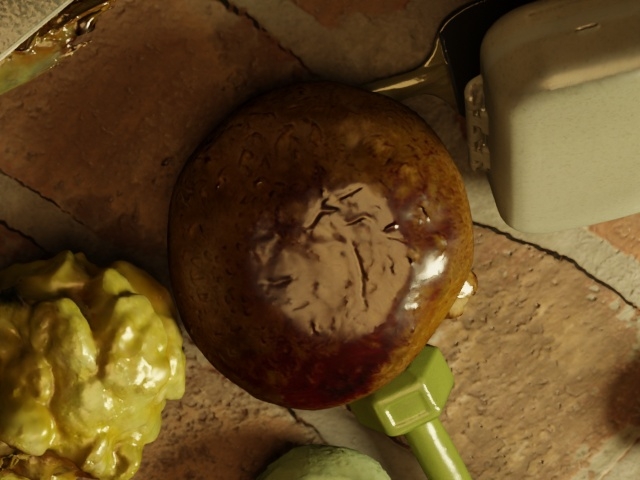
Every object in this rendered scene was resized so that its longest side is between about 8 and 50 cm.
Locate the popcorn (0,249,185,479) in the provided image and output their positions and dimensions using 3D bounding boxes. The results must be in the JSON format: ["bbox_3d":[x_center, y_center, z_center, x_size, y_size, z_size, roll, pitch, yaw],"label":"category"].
[{"bbox_3d":[-0.275,0.145,1.914,0.286,0.215,0.252,-28,73,29],"label":"popcorn"}]

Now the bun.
[{"bbox_3d":[0.009,0.316,2.075,0.195,0.118,0.195,0,113,-1],"label":"bun"}]

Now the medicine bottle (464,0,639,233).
[{"bbox_3d":[0.286,-0.129,1.802,0.282,0.123,0.375,-16,157,0],"label":"medicine bottle"}]

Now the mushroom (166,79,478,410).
[{"bbox_3d":[-0.005,0.004,1.888,0.345,0.239,0.345,0,86,-6],"label":"mushroom"}]

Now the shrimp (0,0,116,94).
[{"bbox_3d":[-0.335,-0.212,1.837,0.267,0.061,0.145,-15,105,2],"label":"shrimp"}]

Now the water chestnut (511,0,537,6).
[{"bbox_3d":[0.264,-0.315,1.769,0.224,0.238,0.223,-3,96,-25],"label":"water chestnut"}]

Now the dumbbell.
[{"bbox_3d":[0.136,0.251,2.065,0.121,0.108,0.302,-27,114,5],"label":"dumbbell"}]

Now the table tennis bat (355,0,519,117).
[{"bbox_3d":[0.156,-0.182,1.925,0.246,0.022,0.138,-17,115,0],"label":"table tennis bat"}]

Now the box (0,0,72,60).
[{"bbox_3d":[-0.355,-0.347,1.744,0.180,0.047,0.325,-40,108,-6],"label":"box"}]
